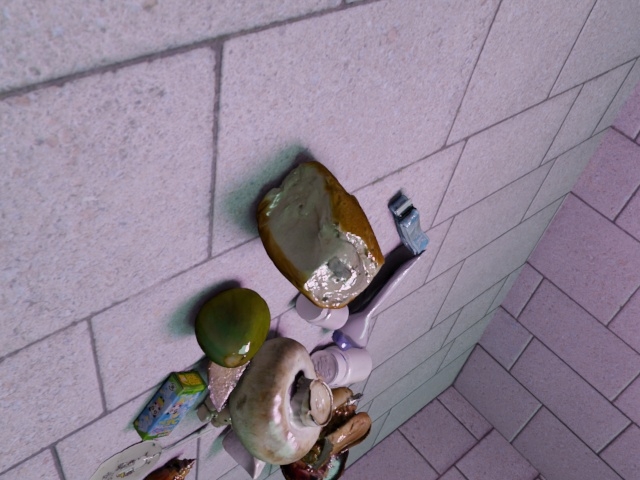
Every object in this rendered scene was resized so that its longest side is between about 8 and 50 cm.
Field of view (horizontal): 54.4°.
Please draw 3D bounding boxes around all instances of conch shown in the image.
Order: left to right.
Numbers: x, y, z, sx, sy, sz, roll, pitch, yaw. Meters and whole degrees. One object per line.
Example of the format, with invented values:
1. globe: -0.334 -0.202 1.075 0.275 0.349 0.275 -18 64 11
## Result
1. conch: -0.483 0.745 1.914 0.233 0.080 0.086 -31 142 -24

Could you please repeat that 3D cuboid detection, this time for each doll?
1. doll: -0.252 0.512 1.898 0.154 0.119 0.278 -49 144 2

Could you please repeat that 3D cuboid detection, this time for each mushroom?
1. mushroom: -0.147 0.575 2.059 0.397 0.177 0.126 -53 155 4
2. mushroom: -0.110 0.452 1.767 0.260 0.352 0.352 -7 168 27

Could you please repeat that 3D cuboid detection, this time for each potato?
1. potato: -0.270 0.357 1.666 0.101 0.089 0.172 34 75 -21

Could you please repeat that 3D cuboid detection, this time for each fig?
1. fig: -0.205 0.210 1.464 0.181 0.191 0.181 -4 133 -4

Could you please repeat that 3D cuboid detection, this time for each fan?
1. fan: -0.489 0.629 1.814 0.415 0.012 0.233 -12 140 -43

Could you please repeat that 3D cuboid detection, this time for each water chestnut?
1. water chestnut: -0.020 0.882 2.548 0.300 0.300 0.300 -34 151 -22

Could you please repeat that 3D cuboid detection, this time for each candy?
1. candy: -0.391 0.428 1.621 0.194 0.062 0.097 -51 154 14

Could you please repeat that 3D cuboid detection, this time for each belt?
1. belt: 0.272 -0.043 1.877 0.072 0.087 0.302 -39 153 -1

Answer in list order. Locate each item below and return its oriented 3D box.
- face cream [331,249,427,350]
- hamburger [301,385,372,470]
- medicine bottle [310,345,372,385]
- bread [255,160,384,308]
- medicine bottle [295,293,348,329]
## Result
1. face cream: 0.198 0.196 2.063 0.420 0.137 0.235 -47 175 -5
2. hamburger: 0.041 0.659 2.199 0.277 0.195 0.318 -22 151 -39
3. medicine bottle: 0.070 0.445 2.213 0.143 0.143 0.258 -53 154 15
4. bread: 0.000 0.000 1.361 0.225 0.279 0.250 -35 154 10
5. medicine bottle: 0.005 0.202 1.823 0.103 0.103 0.187 -48 153 5
